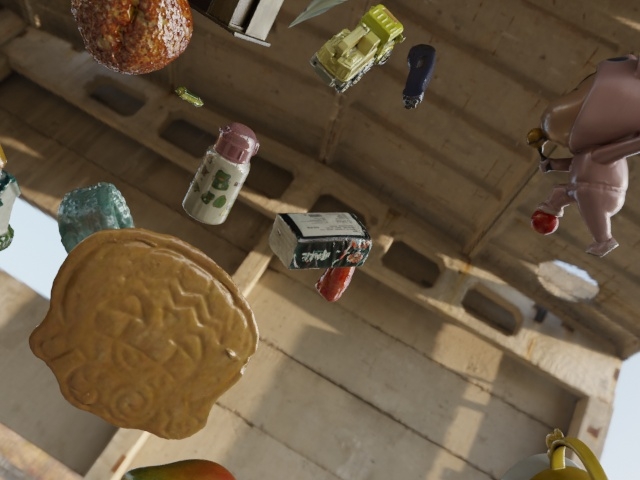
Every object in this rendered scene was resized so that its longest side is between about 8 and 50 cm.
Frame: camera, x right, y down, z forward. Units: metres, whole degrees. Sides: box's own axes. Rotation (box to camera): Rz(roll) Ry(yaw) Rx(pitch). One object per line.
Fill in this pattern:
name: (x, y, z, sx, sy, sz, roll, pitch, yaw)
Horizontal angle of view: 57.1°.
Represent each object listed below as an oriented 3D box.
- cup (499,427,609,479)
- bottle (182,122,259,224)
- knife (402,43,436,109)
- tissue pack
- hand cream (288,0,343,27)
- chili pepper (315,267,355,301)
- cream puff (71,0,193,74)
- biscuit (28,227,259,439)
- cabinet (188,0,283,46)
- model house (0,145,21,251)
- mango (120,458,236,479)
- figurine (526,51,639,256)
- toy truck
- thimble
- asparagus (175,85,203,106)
cup: (0.359, 0.394, 0.808, 0.185, 0.241, 0.226, -6, 4, -13)
bottle: (-0.239, -0.169, 1.449, 0.120, 0.120, 0.253, 33, -66, 1)
knife: (0.101, -0.173, 0.614, 0.031, 0.121, 0.018, 3, -48, 18)
tissue pack: (0.001, 0.000, 1.114, 0.103, 0.170, 0.090, 53, -45, 45)
hand cream: (0.017, -0.612, 1.515, 0.067, 0.109, 0.320, 63, -19, -12)
chili pepper: (0.037, 0.072, 1.280, 0.070, 0.123, 0.073, 12, 22, -34)
cream puff: (-0.370, -0.441, 1.142, 0.240, 0.164, 0.240, 3, -65, 7)
biscuit: (-0.316, 0.172, 1.080, 0.385, 0.365, 0.062, 33, 2, -14)
cabinet: (-0.178, -0.537, 1.218, 0.215, 0.148, 0.175, 36, -69, 19)
model house: (-0.755, -0.102, 1.224, 0.190, 0.271, 0.301, 32, -71, 0)
mango: (-0.318, 0.592, 1.391, 0.289, 0.129, 0.146, 13, 30, -36)
figurine: (0.392, -0.131, 0.852, 0.186, 0.176, 0.287, 18, -75, 18)
toy truck: (0.103, -0.510, 1.532, 0.124, 0.272, 0.157, 47, -30, 0)
thimble: (-0.564, -0.034, 1.494, 0.198, 0.143, 0.235, 95, -25, -80)
asparagus: (-0.320, -0.355, 1.463, 0.021, 0.025, 0.108, 58, 16, 21)
